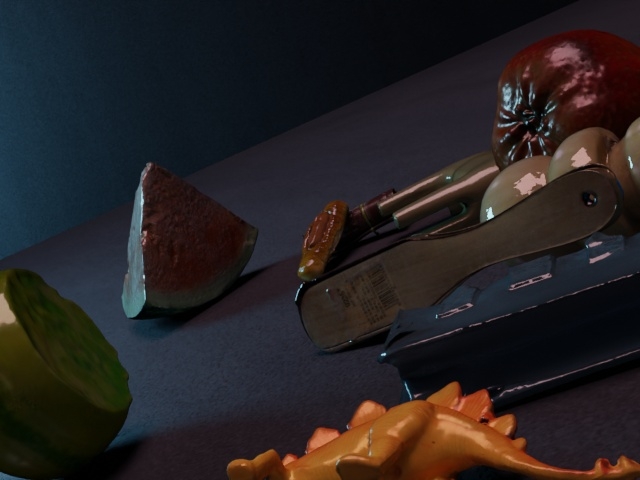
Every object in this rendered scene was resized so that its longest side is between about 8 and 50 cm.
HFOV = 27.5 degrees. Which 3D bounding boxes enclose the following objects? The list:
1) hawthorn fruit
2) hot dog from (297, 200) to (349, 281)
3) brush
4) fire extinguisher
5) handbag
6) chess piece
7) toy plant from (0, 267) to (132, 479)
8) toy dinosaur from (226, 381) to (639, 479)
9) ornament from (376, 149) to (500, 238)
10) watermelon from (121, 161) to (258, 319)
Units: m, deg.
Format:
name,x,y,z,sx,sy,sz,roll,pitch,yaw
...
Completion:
name,x,y,z,sx,sy,sz,roll,pitch,yaw
hawthorn fruit,0.269,-0.117,1.277,0.200,0.179,0.179,-9,-1,-42
hot dog,0.000,-0.001,1.520,0.044,0.028,0.137,-20,31,34
brush,0.116,0.015,1.093,0.327,0.070,0.065,-26,-10,38
fire extinguisher,0.039,-0.016,1.575,0.132,0.039,0.056,-28,47,15
handbag,0.158,0.053,0.927,0.229,0.062,0.179,-20,7,13
chess piece,0.253,-0.048,1.074,0.261,0.143,0.143,-24,8,36
toy plant,-0.332,0.178,1.118,0.316,0.184,0.224,-37,3,10
toy dinosaur,0.049,0.126,0.760,0.288,0.070,0.117,-13,12,22
ornament,0.185,-0.067,1.476,0.245,0.061,0.230,-24,8,-3
watermelon,-0.157,0.012,1.588,0.207,0.202,0.136,-29,51,-23
